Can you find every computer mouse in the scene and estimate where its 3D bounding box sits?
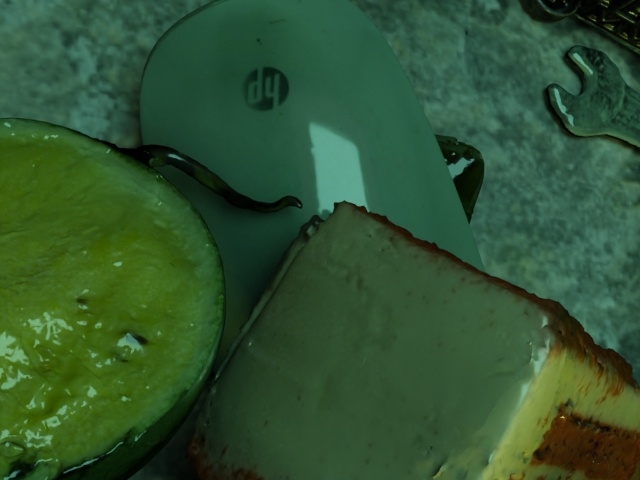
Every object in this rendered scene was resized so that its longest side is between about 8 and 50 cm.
[{"bbox_3d":[0.000,-0.001,0.749,0.159,0.097,0.288,-19,84,-3],"label":"computer mouse"}]

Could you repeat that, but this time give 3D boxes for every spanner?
[{"bbox_3d":[0.287,-0.050,0.978,0.302,0.017,0.071,26,65,-16],"label":"spanner"}]

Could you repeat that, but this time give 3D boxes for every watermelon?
[{"bbox_3d":[-0.148,0.047,0.667,0.204,0.127,0.232,20,47,11],"label":"watermelon"}]

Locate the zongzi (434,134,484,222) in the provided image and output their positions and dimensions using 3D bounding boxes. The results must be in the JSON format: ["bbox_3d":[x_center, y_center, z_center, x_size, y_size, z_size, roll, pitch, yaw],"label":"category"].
[{"bbox_3d":[0.018,0.001,0.826,0.130,0.062,0.154,18,82,2],"label":"zongzi"}]

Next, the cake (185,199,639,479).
[{"bbox_3d":[0.095,0.111,0.662,0.262,0.159,0.158,28,92,-28],"label":"cake"}]

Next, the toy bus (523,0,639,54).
[{"bbox_3d":[0.225,-0.205,0.943,0.234,0.116,0.133,26,67,-17],"label":"toy bus"}]

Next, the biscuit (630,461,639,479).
[{"bbox_3d":[0.192,0.195,0.838,0.306,0.043,0.284,41,61,-9],"label":"biscuit"}]
